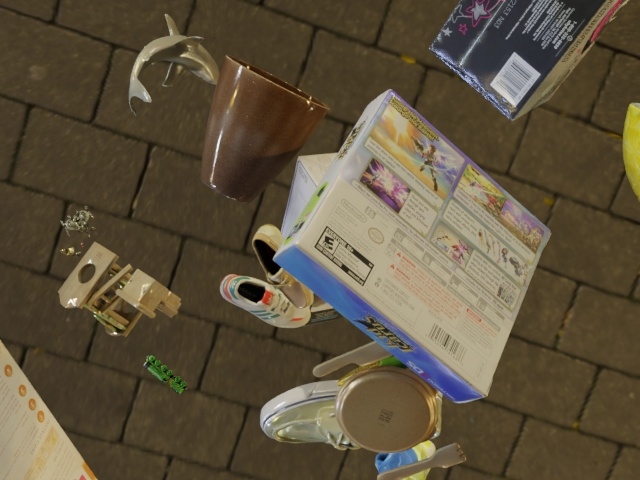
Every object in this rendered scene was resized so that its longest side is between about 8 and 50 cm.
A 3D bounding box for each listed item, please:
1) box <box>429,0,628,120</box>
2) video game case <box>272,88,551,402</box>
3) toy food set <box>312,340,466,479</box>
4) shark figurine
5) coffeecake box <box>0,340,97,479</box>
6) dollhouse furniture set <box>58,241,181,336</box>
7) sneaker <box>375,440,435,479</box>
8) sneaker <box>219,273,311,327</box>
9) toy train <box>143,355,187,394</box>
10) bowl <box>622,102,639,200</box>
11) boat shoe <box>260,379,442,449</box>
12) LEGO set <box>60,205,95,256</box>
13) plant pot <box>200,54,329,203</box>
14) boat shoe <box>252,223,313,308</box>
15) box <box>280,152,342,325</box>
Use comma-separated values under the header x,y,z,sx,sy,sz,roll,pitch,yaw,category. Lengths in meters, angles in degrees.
x,y,z,sx,sy,sz,roll,pitch,yaw,category
0.293,-0.309,1.133,0.163,0.142,0.247,44,129,13,box
0.114,0.005,0.972,0.269,0.061,0.244,39,58,-13,video game case
0.083,0.197,1.032,0.132,0.038,0.192,-23,109,15,toy food set
-0.281,-0.357,1.665,0.116,0.278,0.166,-10,106,35,shark figurine
-0.278,0.196,0.713,0.068,0.142,0.186,-11,122,19,coffeecake box
-0.262,0.111,1.271,0.101,0.161,0.182,-56,140,-10,dollhouse furniture set
0.181,0.550,2.006,0.126,0.091,0.240,17,110,9,sneaker
-0.083,0.102,1.396,0.161,0.075,0.057,26,81,-18,sneaker
-0.254,0.220,1.412,0.083,0.017,0.024,38,67,4,toy train
0.492,-0.052,1.053,0.289,0.289,0.156,12,108,-10,bowl
0.046,0.282,1.374,0.302,0.094,0.109,-13,135,13,boat shoe
-0.368,-0.017,1.307,0.054,0.023,0.083,-6,69,-2,LEGO set
-0.130,-0.196,1.626,0.215,0.215,0.231,26,101,-12,plant pot
-0.058,0.044,1.234,0.050,0.045,0.135,-26,100,32,boat shoe
0.000,0.000,1.629,0.087,0.169,0.290,-8,134,-26,box
